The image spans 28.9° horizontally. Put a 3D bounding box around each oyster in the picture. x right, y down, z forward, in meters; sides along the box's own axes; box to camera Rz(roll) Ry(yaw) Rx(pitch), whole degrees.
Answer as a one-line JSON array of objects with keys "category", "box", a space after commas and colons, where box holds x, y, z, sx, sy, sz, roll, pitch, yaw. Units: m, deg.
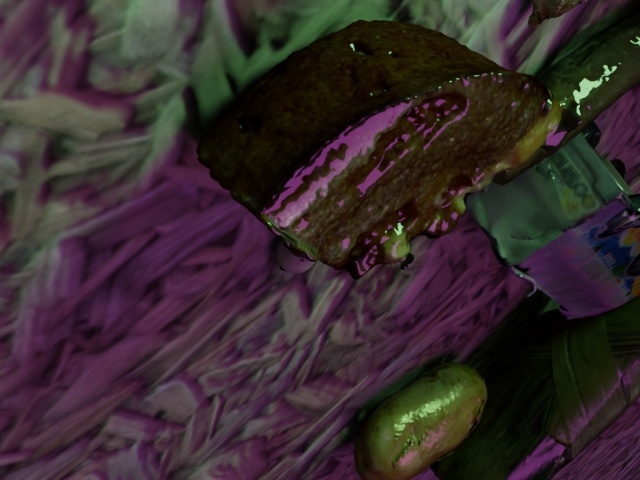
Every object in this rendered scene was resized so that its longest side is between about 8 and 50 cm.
[{"category": "oyster", "box": [0.174, -0.192, 0.853, 0.080, 0.038, 0.083, -36, -159, 57]}]

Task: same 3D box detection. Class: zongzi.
[{"category": "zongzi", "box": [0.262, 0.157, 1.308, 0.286, 0.138, 0.300, -44, 175, -20]}]

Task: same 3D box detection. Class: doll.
[{"category": "doll", "box": [0.005, -0.004, 0.878, 0.085, 0.040, 0.058, -23, 162, -27]}]

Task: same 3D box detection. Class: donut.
[{"category": "donut", "box": [0.035, -0.068, 0.720, 0.186, 0.126, 0.144, -46, 144, -4]}]

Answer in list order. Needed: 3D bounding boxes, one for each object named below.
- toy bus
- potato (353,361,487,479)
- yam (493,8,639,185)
[{"category": "toy bus", "box": [0.232, -0.013, 1.124, 0.138, 0.112, 0.317, -37, 156, 13]}, {"category": "potato", "box": [0.107, 0.190, 1.288, 0.170, 0.080, 0.107, -25, 138, -29]}, {"category": "yam", "box": [0.224, -0.134, 0.968, 0.274, 0.061, 0.061, -36, 154, -16]}]
